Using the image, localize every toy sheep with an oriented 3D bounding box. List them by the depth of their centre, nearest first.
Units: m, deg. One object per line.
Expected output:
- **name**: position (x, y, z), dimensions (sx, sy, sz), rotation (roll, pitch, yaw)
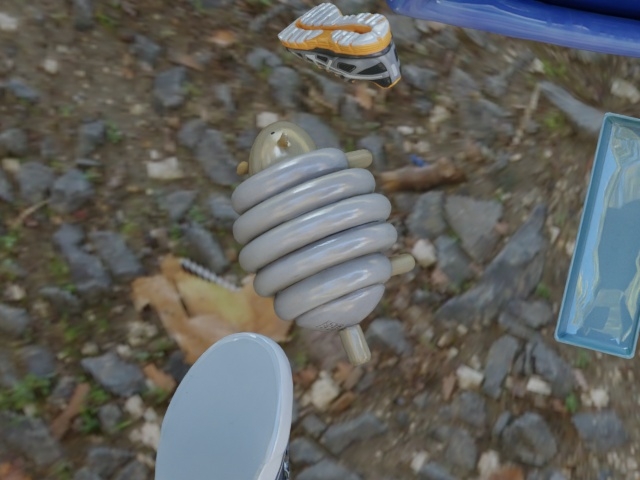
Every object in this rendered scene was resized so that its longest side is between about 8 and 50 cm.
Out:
- **toy sheep**: position (0.000, 0.000, 0.771), dimensions (0.091, 0.091, 0.132), rotation (-27, 81, 12)

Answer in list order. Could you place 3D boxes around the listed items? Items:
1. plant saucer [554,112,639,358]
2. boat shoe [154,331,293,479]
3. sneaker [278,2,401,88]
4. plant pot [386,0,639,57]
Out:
- **plant saucer**: position (0.244, -0.004, 1.236), dimensions (0.067, 0.018, 0.192), rotation (13, 93, 18)
- **boat shoe**: position (-0.042, 0.137, 0.777), dimensions (0.065, 0.083, 0.183), rotation (15, 92, 27)
- **sneaker**: position (0.022, -0.237, 1.890), dimensions (0.084, 0.215, 0.083), rotation (-41, 123, -16)
- **plant pot**: position (0.171, -0.224, 0.672), dimensions (0.236, 0.236, 0.212), rotation (7, 69, -21)
